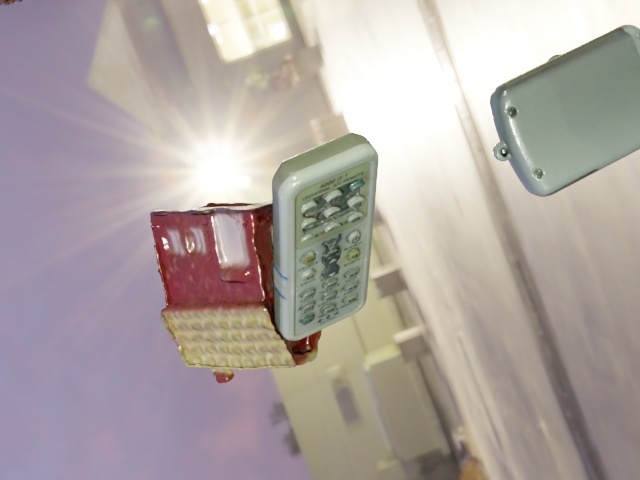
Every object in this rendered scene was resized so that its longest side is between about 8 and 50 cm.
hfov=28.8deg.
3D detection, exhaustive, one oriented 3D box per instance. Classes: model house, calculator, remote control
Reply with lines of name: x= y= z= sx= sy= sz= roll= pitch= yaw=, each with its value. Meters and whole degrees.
model house: x=-0.103 y=0.070 z=1.698 sx=0.160 sy=0.196 sz=0.254 roll=-19 pitch=-76 yaw=-56
calculator: x=0.300 y=-0.148 z=1.415 sx=0.141 sy=0.246 sz=0.045 roll=64 pitch=165 yaw=-8
remote control: x=0.000 y=0.000 z=1.515 sx=0.065 sy=0.128 sz=0.335 roll=57 pitch=160 yaw=31

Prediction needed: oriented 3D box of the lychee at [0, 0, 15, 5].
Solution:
lychee: x=-0.369 y=-0.331 z=1.358 sx=0.197 sy=0.165 sz=0.165 roll=-91 pitch=-16 yaw=-51
